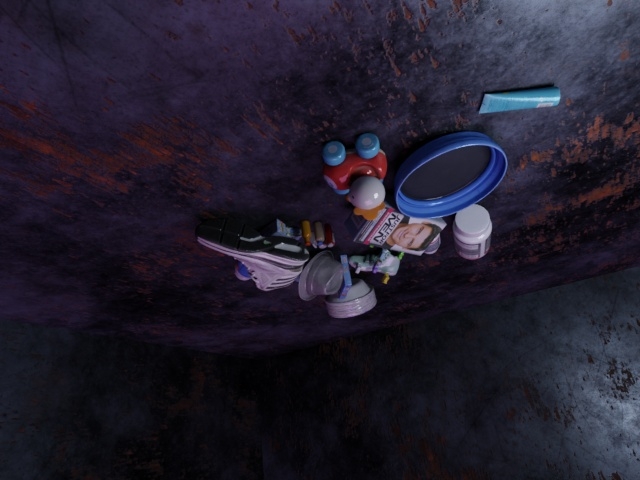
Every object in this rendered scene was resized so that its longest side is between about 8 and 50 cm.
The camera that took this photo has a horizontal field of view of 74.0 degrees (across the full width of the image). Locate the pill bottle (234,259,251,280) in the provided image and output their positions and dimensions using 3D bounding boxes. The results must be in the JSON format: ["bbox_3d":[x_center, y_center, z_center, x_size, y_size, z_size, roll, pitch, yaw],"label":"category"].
[{"bbox_3d":[-0.316,0.100,1.916,0.124,0.125,0.221,6,150,-26],"label":"pill bottle"}]

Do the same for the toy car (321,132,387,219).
[{"bbox_3d":[0.119,-0.170,1.345,0.210,0.238,0.219,-11,154,7],"label":"toy car"}]

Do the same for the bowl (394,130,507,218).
[{"bbox_3d":[0.439,-0.218,1.473,0.390,0.077,0.391,-10,149,-6],"label":"bowl"}]

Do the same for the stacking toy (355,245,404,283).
[{"bbox_3d":[0.281,0.094,2.029,0.166,0.052,0.221,20,120,-8],"label":"stacking toy"}]

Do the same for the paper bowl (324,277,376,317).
[{"bbox_3d":[0.161,0.308,2.370,0.283,0.148,0.284,-15,-170,3],"label":"paper bowl"}]

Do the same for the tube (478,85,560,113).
[{"bbox_3d":[0.568,-0.401,1.215,0.206,0.052,0.080,-5,150,6],"label":"tube"}]

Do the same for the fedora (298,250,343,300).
[{"bbox_3d":[0.024,0.179,2.007,0.124,0.244,0.275,19,-151,27],"label":"fedora"}]

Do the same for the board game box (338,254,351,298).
[{"bbox_3d":[0.114,0.190,2.180,0.039,0.160,0.212,-5,155,-8],"label":"board game box"}]

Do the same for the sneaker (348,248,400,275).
[{"bbox_3d":[0.271,0.078,2.100,0.255,0.094,0.151,10,127,-3],"label":"sneaker"}]

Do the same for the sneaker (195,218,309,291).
[{"bbox_3d":[-0.291,0.088,1.689,0.446,0.169,0.258,16,126,-11],"label":"sneaker"}]

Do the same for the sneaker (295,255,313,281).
[{"bbox_3d":[-0.082,0.155,2.123,0.149,0.135,0.366,3,156,21],"label":"sneaker"}]

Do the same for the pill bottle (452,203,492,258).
[{"bbox_3d":[0.662,-0.038,1.856,0.161,0.162,0.283,-14,153,13],"label":"pill bottle"}]

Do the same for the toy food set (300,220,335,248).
[{"bbox_3d":[0.000,0.000,1.817,0.111,0.105,0.232,-14,154,13],"label":"toy food set"}]

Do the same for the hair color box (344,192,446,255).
[{"bbox_3d":[0.301,-0.067,1.689,0.374,0.114,0.185,11,127,-34],"label":"hair color box"}]

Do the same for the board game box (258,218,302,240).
[{"bbox_3d":[-0.174,-0.015,1.792,0.194,0.060,0.194,7,152,-28],"label":"board game box"}]

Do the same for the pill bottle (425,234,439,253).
[{"bbox_3d":[0.491,-0.006,1.936,0.107,0.108,0.180,-13,154,12],"label":"pill bottle"}]
